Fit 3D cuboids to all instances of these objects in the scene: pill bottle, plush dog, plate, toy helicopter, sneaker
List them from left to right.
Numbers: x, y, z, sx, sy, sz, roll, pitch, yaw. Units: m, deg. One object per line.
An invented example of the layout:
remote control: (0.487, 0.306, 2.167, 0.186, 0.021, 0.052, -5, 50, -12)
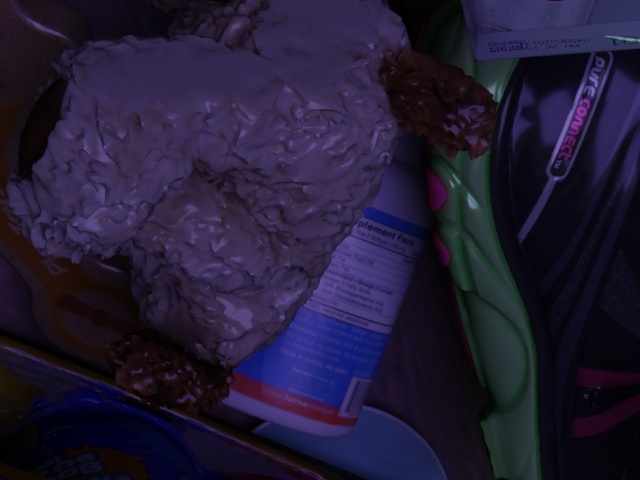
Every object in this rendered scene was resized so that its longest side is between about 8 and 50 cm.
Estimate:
toy helicopter: (-0.213, -0.052, 0.855, 0.235, 0.140, 0.355, -22, 123, 20)
plush dog: (-0.038, -0.033, 0.806, 0.210, 0.225, 0.262, 19, 48, -3)
pill bottle: (0.000, 0.000, 0.959, 0.124, 0.124, 0.222, 20, 91, -20)
plate: (0.001, 0.198, 1.045, 0.188, 0.024, 0.188, -3, 99, -17)
sneaker: (0.191, 0.058, 0.931, 0.202, 0.185, 0.483, -10, 130, 10)

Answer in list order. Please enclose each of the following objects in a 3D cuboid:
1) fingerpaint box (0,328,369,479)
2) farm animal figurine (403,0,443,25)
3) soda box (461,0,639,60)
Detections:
fingerpaint box: (-0.105, 0.197, 0.801, 0.444, 0.371, 0.163, 25, 97, -17)
farm animal figurine: (0.092, -0.232, 0.920, 0.326, 0.172, 0.330, -27, 112, -56)
soda box: (0.162, -0.185, 0.772, 0.286, 0.098, 0.091, -47, 128, -50)
